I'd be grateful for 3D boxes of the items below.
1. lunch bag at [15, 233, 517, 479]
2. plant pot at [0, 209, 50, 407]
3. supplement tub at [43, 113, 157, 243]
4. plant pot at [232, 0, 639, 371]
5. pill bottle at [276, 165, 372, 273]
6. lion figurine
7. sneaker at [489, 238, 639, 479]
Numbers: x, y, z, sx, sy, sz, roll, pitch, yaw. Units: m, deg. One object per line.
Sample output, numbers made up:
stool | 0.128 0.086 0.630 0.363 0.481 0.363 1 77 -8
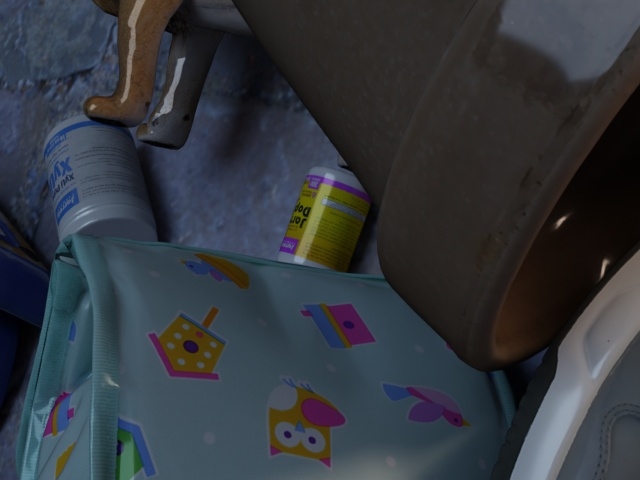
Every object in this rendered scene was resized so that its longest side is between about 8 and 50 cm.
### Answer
lunch bag | -0.021 0.128 0.489 0.160 0.223 0.262 -43 44 53
plant pot | -0.358 0.037 0.847 0.212 0.236 0.236 -52 45 1
supplement tub | -0.163 -0.035 0.808 0.071 0.071 0.107 -39 49 23
plant pot | 0.069 -0.114 0.454 0.229 0.263 0.263 42 102 21
pill bottle | 0.000 0.000 0.665 0.043 0.043 0.083 13 81 44
lion figurine | -0.026 -0.173 0.678 0.392 0.142 0.240 11 87 26
sneaker | 0.202 0.057 0.392 0.295 0.124 0.178 -51 40 -6
